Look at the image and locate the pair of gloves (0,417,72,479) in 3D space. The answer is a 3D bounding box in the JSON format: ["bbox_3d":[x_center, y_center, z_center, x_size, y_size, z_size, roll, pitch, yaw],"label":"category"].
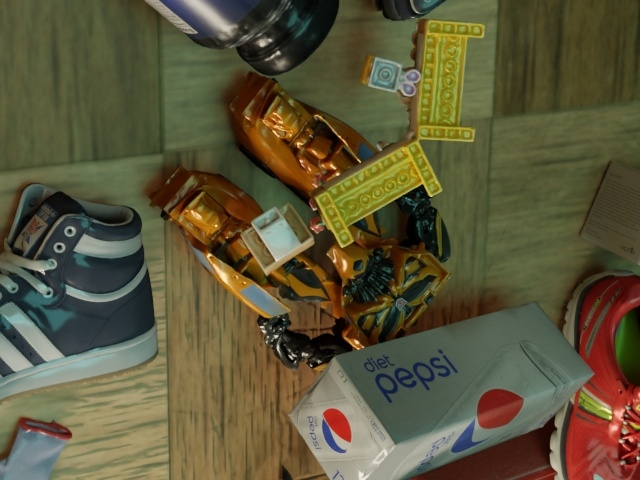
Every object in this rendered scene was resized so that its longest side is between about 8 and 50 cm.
[{"bbox_3d":[-0.306,0.204,1.166,0.198,0.023,0.159,24,92,-34],"label":"pair of gloves"}]

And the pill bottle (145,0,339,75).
[{"bbox_3d":[-0.090,-0.225,1.085,0.219,0.123,0.123,37,87,-35],"label":"pill bottle"}]

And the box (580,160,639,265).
[{"bbox_3d":[0.337,-0.017,1.406,0.101,0.102,0.087,17,99,-32],"label":"box"}]

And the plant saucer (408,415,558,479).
[{"bbox_3d":[0.218,0.322,1.484,0.258,0.048,0.259,-14,112,-25],"label":"plant saucer"}]

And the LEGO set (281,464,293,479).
[{"bbox_3d":[0.064,0.367,1.318,0.255,0.192,0.331,-8,97,-5],"label":"LEGO set"}]

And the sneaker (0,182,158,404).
[{"bbox_3d":[-0.257,0.047,1.094,0.282,0.099,0.153,-13,117,-33],"label":"sneaker"}]

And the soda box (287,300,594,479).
[{"bbox_3d":[0.115,0.139,1.272,0.286,0.098,0.091,-10,146,-44],"label":"soda box"}]

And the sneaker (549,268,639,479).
[{"bbox_3d":[0.299,0.168,1.404,0.107,0.118,0.279,-3,91,-24],"label":"sneaker"}]

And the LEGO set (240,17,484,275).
[{"bbox_3d":[0.041,-0.094,1.140,0.132,0.107,0.287,25,94,-16],"label":"LEGO set"}]

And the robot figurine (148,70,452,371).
[{"bbox_3d":[0.000,0.000,1.233,0.291,0.085,0.211,41,85,-32],"label":"robot figurine"}]

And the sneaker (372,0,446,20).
[{"bbox_3d":[0.031,-0.259,1.165,0.226,0.086,0.163,-10,108,-28],"label":"sneaker"}]
